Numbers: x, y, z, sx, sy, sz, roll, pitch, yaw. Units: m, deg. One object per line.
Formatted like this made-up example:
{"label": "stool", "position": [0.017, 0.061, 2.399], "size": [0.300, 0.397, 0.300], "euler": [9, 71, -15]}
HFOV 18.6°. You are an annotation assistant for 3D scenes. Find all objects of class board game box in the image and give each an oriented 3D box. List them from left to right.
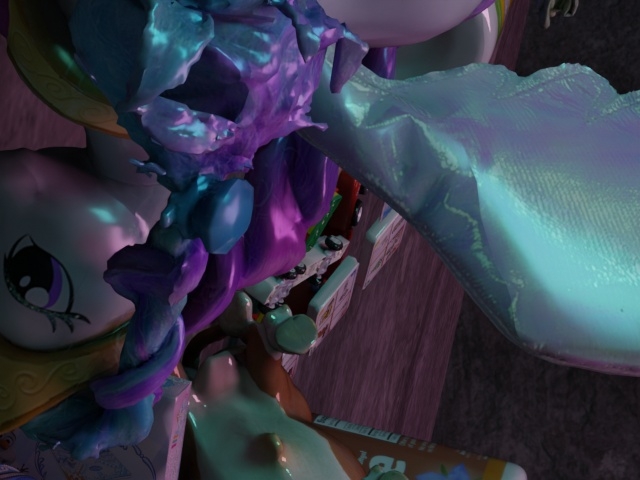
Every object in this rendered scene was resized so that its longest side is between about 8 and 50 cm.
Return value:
{"label": "board game box", "position": [-0.103, 0.089, 0.813], "size": [0.020, 0.090, 0.090], "euler": [-48, 151, -62]}

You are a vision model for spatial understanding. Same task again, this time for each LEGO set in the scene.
{"label": "LEGO set", "position": [0.000, 0.000, 1.281], "size": [0.182, 0.060, 0.244], "euler": [-51, 168, -24]}

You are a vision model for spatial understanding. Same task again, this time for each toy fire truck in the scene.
{"label": "toy fire truck", "position": [-0.001, -0.032, 1.372], "size": [0.135, 0.047, 0.192], "euler": [5, 100, -79]}

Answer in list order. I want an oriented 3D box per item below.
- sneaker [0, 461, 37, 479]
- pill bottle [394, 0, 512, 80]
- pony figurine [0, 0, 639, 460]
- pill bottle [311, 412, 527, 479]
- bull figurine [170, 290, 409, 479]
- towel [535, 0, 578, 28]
{"label": "sneaker", "position": [-0.142, 0.124, 0.735], "size": [0.135, 0.058, 0.052], "euler": [-62, 163, -55]}
{"label": "pill bottle", "position": [0.073, -0.207, 1.289], "size": [0.245, 0.136, 0.136], "euler": [-66, 166, -46]}
{"label": "pony figurine", "position": [0.010, -0.097, 0.649], "size": [0.303, 0.351, 0.363], "euler": [52, -36, 44]}
{"label": "pill bottle", "position": [0.016, 0.178, 1.251], "size": [0.121, 0.216, 0.121], "euler": [13, 90, -81]}
{"label": "bull figurine", "position": [-0.004, 0.158, 1.030], "size": [0.101, 0.310, 0.188], "euler": [-29, 149, -20]}
{"label": "towel", "position": [0.150, -0.355, 1.461], "size": [0.248, 0.038, 0.325], "euler": [87, -7, -60]}
